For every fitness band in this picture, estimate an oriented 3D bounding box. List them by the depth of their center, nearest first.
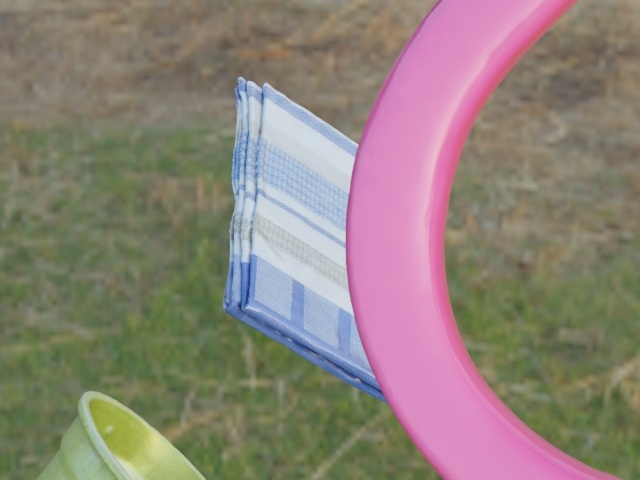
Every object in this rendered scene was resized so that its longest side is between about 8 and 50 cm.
[{"bbox_3d":[0.141,-0.031,0.581,0.209,0.291,0.054,46,7,2],"label":"fitness band"}]

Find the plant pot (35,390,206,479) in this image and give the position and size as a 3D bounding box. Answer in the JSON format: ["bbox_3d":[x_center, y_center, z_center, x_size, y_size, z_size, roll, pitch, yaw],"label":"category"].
[{"bbox_3d":[-0.245,0.346,2.124,0.254,0.276,0.276,-43,43,5],"label":"plant pot"}]

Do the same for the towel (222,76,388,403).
[{"bbox_3d":[0.000,0.000,1.767,0.209,0.034,0.285,31,39,-29],"label":"towel"}]
